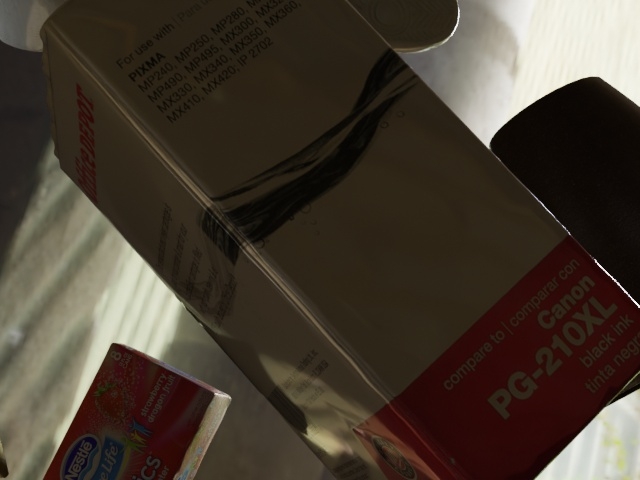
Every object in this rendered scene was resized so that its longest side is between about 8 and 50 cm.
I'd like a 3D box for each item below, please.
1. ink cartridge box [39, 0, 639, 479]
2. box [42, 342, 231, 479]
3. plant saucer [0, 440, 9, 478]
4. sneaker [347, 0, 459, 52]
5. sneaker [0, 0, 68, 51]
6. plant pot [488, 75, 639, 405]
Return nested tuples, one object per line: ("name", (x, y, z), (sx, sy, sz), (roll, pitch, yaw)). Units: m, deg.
("ink cartridge box", (0.000, 0.000, 0.527), (0.237, 0.100, 0.172), (48, -17, 5))
("box", (-0.213, 0.252, 1.357), (0.128, 0.257, 0.122), (26, -6, 9))
("plant saucer", (-0.443, 0.096, 1.055), (0.333, 0.081, 0.333), (11, -20, 7))
("sneaker", (-0.006, -0.289, 1.607), (0.350, 0.131, 0.148), (4, -10, -11))
("sneaker", (-0.263, -0.262, 1.384), (0.212, 0.094, 0.080), (-3, -60, 19))
("plant pot", (0.237, -0.007, 1.019), (0.215, 0.230, 0.215), (-28, -14, -8))
